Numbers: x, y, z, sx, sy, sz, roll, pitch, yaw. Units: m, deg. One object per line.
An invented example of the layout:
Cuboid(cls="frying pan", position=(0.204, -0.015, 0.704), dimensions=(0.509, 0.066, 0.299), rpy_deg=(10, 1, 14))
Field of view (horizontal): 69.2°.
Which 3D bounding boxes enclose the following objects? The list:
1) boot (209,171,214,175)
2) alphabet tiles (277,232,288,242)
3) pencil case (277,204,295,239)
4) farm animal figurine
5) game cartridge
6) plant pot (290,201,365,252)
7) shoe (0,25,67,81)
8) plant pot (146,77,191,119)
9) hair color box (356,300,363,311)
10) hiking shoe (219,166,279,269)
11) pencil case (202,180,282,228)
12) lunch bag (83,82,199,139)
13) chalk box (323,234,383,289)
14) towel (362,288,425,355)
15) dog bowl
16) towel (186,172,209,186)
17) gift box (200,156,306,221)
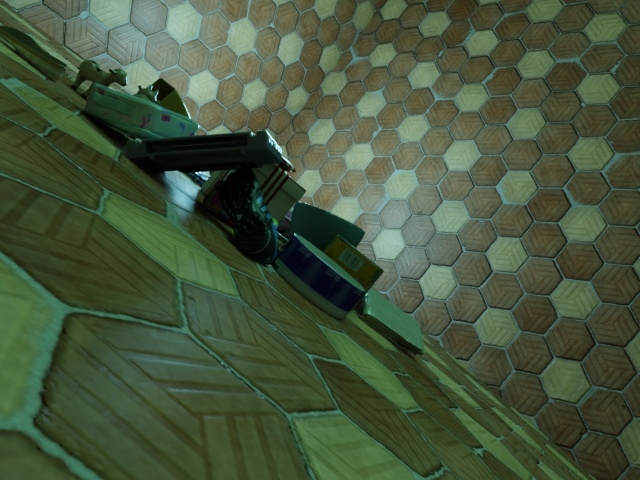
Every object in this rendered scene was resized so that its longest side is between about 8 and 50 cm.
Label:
Cuboid(cls="boot", position=(-0.416, -0.249, 2.110), dimensions=(0.189, 0.076, 0.208), rpy_deg=(40, -5, -25))
Cuboid(cls="alphabet tiles", position=(-0.121, 0.017, 2.127), dimensions=(0.285, 0.011, 0.342), rpy_deg=(42, 4, 39))
Cuboid(cls="pencil case", position=(-0.067, -0.035, 1.983), dimensions=(0.386, 0.167, 0.160), rpy_deg=(38, 35, -5))
Cuboid(cls="farm animal figurine", position=(-0.632, -0.465, 1.558), dimensions=(0.330, 0.172, 0.327), rpy_deg=(36, 4, -46))
Cuboid(cls="game cartridge", position=(-0.294, -0.230, 1.240), dimensions=(0.355, 0.068, 0.230), rpy_deg=(-3, -5, 5))
Cuboid(cls="plant pot", position=(0.000, 0.000, 1.767), dimensions=(0.290, 0.195, 0.290), rpy_deg=(24, -3, 2))
Cuboid(cls="shoe", position=(-0.853, -0.550, 1.364), dimensions=(0.219, 0.058, 0.076), rpy_deg=(35, 23, -2))
Cuboid(cls="plant pot", position=(-0.679, -0.538, 2.000), dimensions=(0.212, 0.212, 0.187), rpy_deg=(41, -9, 45))
Cuboid(cls="hair color box", position=(0.193, 0.265, 1.780), dimensions=(0.167, 0.053, 0.093), rpy_deg=(38, 4, 3))
Cuboid(cls="hiking shoe", position=(-0.187, -0.063, 1.234), dimensions=(0.132, 0.113, 0.304), rpy_deg=(61, 10, -53))
Cuboid(cls="pencil case", position=(-0.227, -0.076, 1.362), dimensions=(0.236, 0.104, 0.104), rpy_deg=(36, 4, -32))
Cuboid(cls="lunch bag", position=(-0.509, -0.342, 1.304), dimensions=(0.279, 0.108, 0.224), rpy_deg=(22, 7, 24))
Cuboid(cls="chalk box", position=(0.090, 0.116, 1.576), dimensions=(0.180, 0.179, 0.289), rpy_deg=(39, 2, 13))
Cuboid(cls="towel", position=(0.256, 0.290, 1.667), dimensions=(0.282, 0.049, 0.187), rpy_deg=(37, 23, -13))
Cuboid(cls="dog bowl", position=(-0.006, 0.099, 1.312), dimensions=(0.265, 0.104, 0.265), rpy_deg=(39, 2, -2))
Cuboid(cls="towel", position=(-0.433, -0.231, 1.766), dimensions=(0.336, 0.040, 0.243), rpy_deg=(38, 2, -12))
Cuboid(cls="gift box", position=(-0.227, -0.190, 1.526), dimensions=(0.276, 0.258, 0.255), rpy_deg=(38, 2, -38))
